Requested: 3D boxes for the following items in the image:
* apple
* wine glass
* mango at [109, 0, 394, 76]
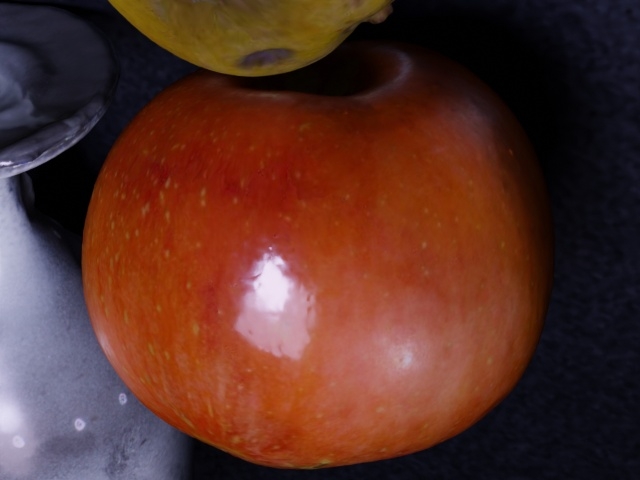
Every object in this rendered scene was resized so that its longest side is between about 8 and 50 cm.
[{"bbox_3d":[0.000,0.000,0.683,0.163,0.163,0.139,8,124,16],"label":"apple"},{"bbox_3d":[-0.118,0.033,0.786,0.126,0.126,0.241,8,131,16],"label":"wine glass"},{"bbox_3d":[-0.027,-0.142,0.604,0.137,0.098,0.195,4,127,25],"label":"mango"}]
